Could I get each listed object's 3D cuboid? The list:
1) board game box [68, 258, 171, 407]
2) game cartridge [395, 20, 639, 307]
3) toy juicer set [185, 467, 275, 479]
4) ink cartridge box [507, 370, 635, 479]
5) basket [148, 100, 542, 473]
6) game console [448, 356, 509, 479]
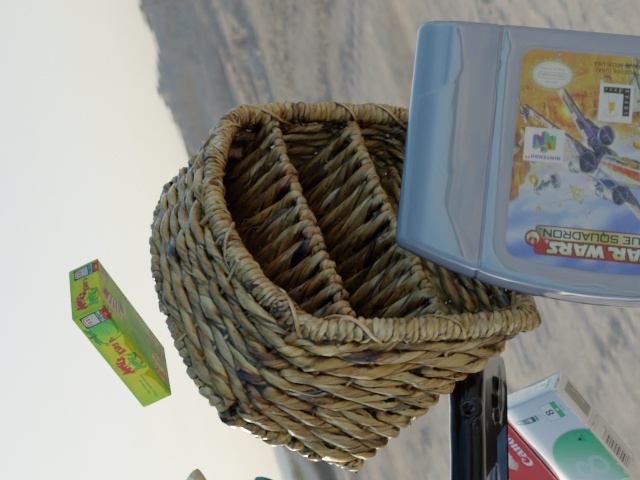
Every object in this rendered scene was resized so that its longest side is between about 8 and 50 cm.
[{"bbox_3d":[-0.252,0.118,1.444,0.092,0.043,0.181,-109,-8,-50],"label":"board game box"},{"bbox_3d":[0.209,-0.052,0.835,0.062,0.297,0.198,74,-158,-75],"label":"game cartridge"},{"bbox_3d":[-0.044,0.305,1.218,0.209,0.329,0.089,-23,39,52],"label":"toy juicer set"},{"bbox_3d":[0.333,0.312,1.736,0.181,0.225,0.056,48,-141,-9],"label":"ink cartridge box"},{"bbox_3d":[0.000,0.000,0.960,0.213,0.223,0.299,30,-152,-37],"label":"basket"},{"bbox_3d":[0.164,0.310,1.150,0.342,0.060,0.386,28,-119,-81],"label":"game console"}]
